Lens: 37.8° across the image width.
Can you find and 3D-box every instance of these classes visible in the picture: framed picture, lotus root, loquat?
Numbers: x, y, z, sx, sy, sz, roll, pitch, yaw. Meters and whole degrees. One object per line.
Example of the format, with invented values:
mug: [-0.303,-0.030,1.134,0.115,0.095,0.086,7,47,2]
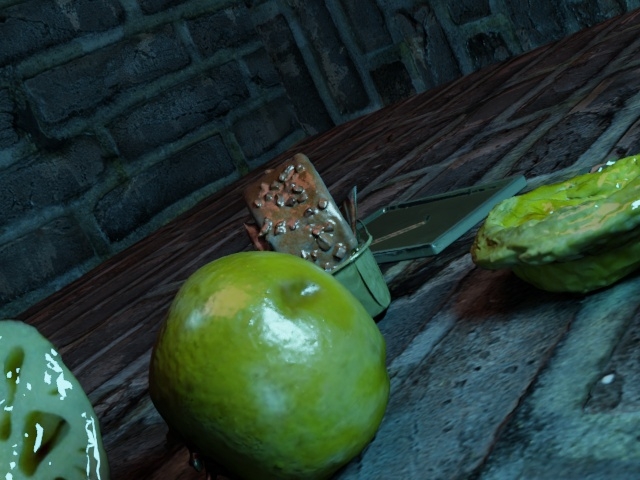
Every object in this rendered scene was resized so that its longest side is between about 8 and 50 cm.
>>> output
framed picture: [0.130,-0.020,1.421,0.232,0.024,0.315,-34,14,-36]
lotus root: [-0.384,0.200,0.895,0.316,0.316,0.250,-35,7,-40]
loquat: [-0.053,0.108,0.780,0.213,0.213,0.213,-25,11,5]

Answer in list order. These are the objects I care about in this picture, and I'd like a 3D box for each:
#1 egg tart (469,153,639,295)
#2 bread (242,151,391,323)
egg tart: [0.279,-0.023,0.932,0.279,0.095,0.279,-25,5,3]
bread: [0.000,0.000,1.130,0.142,0.212,0.224,-30,10,0]
